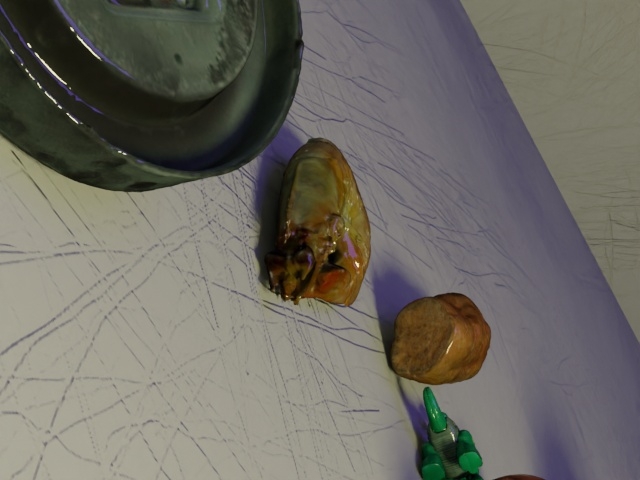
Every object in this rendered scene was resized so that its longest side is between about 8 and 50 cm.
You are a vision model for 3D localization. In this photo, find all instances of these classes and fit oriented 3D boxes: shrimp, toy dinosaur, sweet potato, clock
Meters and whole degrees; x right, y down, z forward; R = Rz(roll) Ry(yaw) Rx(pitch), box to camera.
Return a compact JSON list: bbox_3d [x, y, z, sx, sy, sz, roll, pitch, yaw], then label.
[{"bbox_3d":[0.001,0.000,1.118,0.267,0.061,0.145,-70,143,-68],"label":"shrimp"},{"bbox_3d":[0.124,0.200,1.235,0.096,0.059,0.132,-97,166,-63],"label":"toy dinosaur"},{"bbox_3d":[0.131,0.099,1.315,0.097,0.097,0.251,68,14,6],"label":"sweet potato"},{"bbox_3d":[-0.133,-0.186,0.807,0.319,0.066,0.319,28,54,-47],"label":"clock"}]

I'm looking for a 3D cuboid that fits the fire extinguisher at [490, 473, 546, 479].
[{"bbox_3d":[0.203,0.353,1.179,0.105,0.104,0.269,50,24,-41],"label":"fire extinguisher"}]
